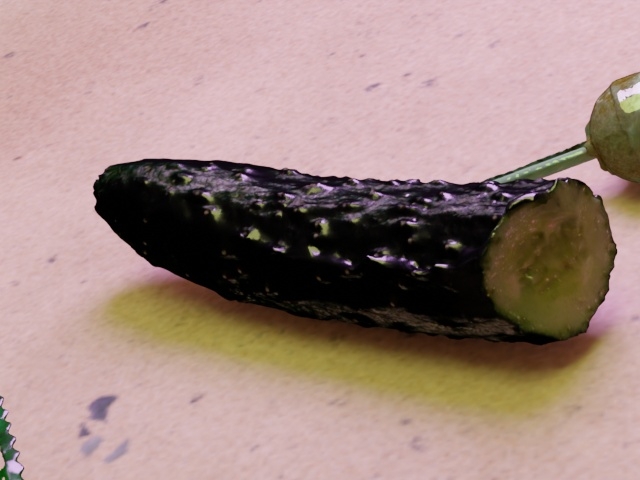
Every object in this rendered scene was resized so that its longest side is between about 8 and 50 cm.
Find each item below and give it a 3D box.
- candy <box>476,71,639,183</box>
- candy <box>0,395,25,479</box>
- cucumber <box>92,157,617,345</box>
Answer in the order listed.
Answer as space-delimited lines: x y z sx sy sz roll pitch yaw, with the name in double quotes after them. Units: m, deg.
0.097 -0.032 0.916 0.202 0.061 0.061 -21 28 19 "candy"
-0.200 0.156 0.756 0.203 0.078 0.141 -35 46 2 "candy"
0.000 0.000 0.888 0.303 0.081 0.072 5 29 44 "cucumber"
